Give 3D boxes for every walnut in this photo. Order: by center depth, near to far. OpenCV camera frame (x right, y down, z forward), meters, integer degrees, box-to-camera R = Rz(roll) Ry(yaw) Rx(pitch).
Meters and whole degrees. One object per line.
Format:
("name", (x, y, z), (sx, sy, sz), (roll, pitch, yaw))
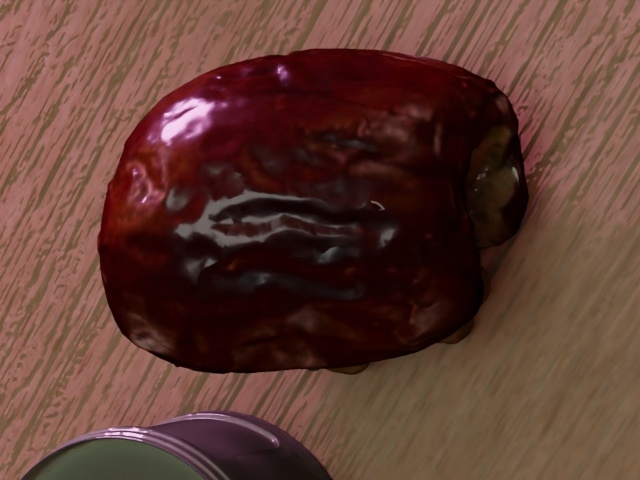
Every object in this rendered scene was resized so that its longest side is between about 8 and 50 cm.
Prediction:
("walnut", (0.000, 0.000, 1.141), (0.269, 0.221, 0.244), (1, 123, 18))

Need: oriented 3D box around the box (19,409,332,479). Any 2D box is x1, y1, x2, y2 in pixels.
("box", (-0.104, 0.239, 1.213), (0.226, 0.149, 0.226), (0, 90, 25))
